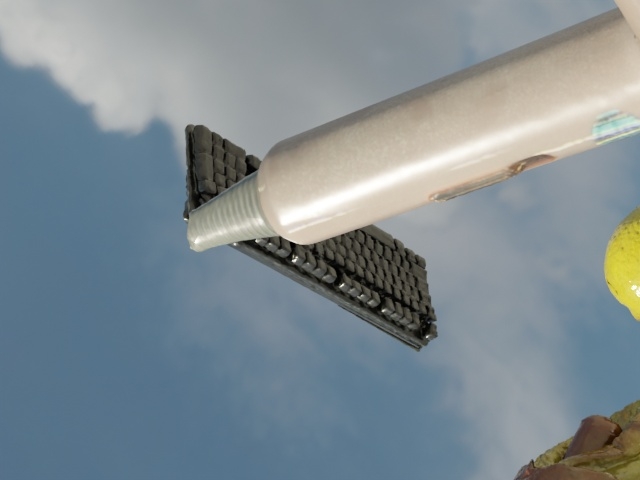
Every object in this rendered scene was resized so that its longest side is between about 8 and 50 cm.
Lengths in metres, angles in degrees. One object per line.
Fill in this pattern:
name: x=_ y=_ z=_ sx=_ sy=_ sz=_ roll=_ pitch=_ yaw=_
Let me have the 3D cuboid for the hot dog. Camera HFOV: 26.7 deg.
hot dog: x=0.183 y=0.218 z=1.043 sx=0.093 sy=0.123 sz=0.261 roll=36 pitch=-111 yaw=-12

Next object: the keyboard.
keyboard: x=0.001 y=0.000 z=0.842 sx=0.231 sy=0.023 sz=0.072 roll=30 pitch=-134 yaw=-43

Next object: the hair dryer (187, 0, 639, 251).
hair dryer: x=0.034 y=-0.043 z=0.378 sx=0.195 sy=0.220 sz=0.053 roll=33 pitch=-129 yaw=-59

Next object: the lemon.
lemon: x=0.312 y=0.014 z=1.197 sx=0.109 sy=0.133 sz=0.109 roll=31 pitch=-163 yaw=-11
